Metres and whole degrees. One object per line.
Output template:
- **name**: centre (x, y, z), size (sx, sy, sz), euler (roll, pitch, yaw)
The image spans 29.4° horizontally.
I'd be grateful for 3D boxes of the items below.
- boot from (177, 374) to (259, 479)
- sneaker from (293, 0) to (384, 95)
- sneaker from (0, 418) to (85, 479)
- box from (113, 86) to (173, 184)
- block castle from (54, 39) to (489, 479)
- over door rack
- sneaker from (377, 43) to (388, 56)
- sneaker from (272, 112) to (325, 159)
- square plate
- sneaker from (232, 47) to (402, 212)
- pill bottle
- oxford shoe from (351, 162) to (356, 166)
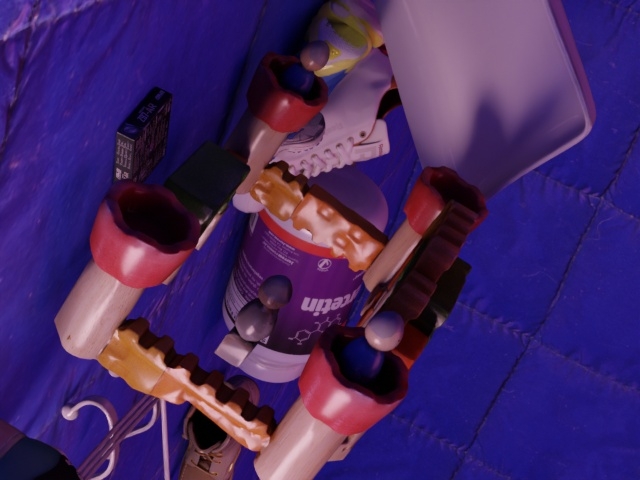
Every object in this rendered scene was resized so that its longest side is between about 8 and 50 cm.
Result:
- **boot**: centre (-0.187, 0.349, 2.026), size (0.203, 0.095, 0.261), euler (38, 77, -83)
- **sneaker**: centre (0.009, -0.238, 1.523), size (0.126, 0.091, 0.240), euler (-46, -179, 25)
- **sneaker**: centre (-0.300, 0.292, 1.003), size (0.302, 0.121, 0.108), euler (-58, 170, -32)
- **box**: centre (-0.158, -0.085, 1.082), size (0.067, 0.018, 0.083), euler (-58, 170, -37)
- **block castle**: centre (-0.014, -0.001, 1.168), size (0.212, 0.303, 0.453), euler (-54, 180, 30)
- **over door rack**: centre (-0.227, 0.316, 1.310), size (0.239, 0.108, 0.324), euler (-49, 131, -64)
- **sneaker**: centre (0.069, -0.232, 1.785), size (0.125, 0.104, 0.262), euler (-62, 172, 10)
- **sneaker**: centre (-0.042, -0.136, 1.464), size (0.135, 0.052, 0.058), euler (-28, 135, -40)
- **square plate**: centre (0.171, -0.218, 1.333), size (0.347, 0.049, 0.343), euler (138, -61, -65)
- **sneaker**: centre (0.013, -0.128, 1.569), size (0.290, 0.123, 0.106), euler (-47, 165, -14)
- **pill bottle**: centre (-0.032, 0.048, 1.738), size (0.181, 0.182, 0.322), euler (-53, 167, -52)
- **oxford shoe**: centre (0.000, 0.000, 1.978), size (0.348, 0.130, 0.123), euler (-66, 172, 20)
